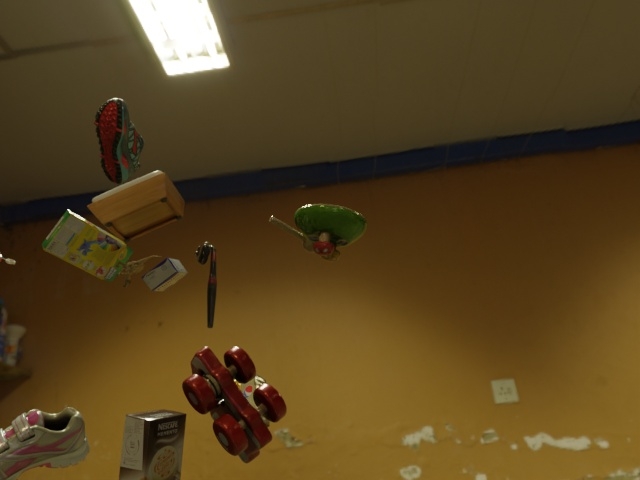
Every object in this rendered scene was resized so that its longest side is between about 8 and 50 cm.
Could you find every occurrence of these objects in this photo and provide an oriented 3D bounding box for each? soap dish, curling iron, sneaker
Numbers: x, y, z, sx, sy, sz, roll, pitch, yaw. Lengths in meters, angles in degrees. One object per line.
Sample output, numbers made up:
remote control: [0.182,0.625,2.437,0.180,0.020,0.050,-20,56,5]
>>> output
soap dish: [-0.656,-0.115,1.988,0.291,0.118,0.229,-25,-22,-5]
curling iron: [-0.353,0.140,1.717,0.068,0.274,0.035,-12,-15,12]
sneaker: [-0.553,0.369,1.002,0.103,0.111,0.252,24,19,40]
sneaker: [-0.583,-0.302,1.605,0.104,0.125,0.262,27,-52,16]

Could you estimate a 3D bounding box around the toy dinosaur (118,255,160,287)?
toy dinosaur: [-0.632,0.085,1.853,0.183,0.053,0.093,-40,-32,17]

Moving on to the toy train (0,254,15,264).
toy train: [-1.090,0.072,1.773,0.125,0.046,0.166,30,5,11]

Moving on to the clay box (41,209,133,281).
clay box: [-0.680,0.021,1.607,0.222,0.053,0.127,40,-97,-41]

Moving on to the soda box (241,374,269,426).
soda box: [-0.206,0.509,1.706,0.061,0.181,0.058,-38,-57,17]

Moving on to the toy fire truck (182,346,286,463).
toy fire truck: [-0.246,0.434,1.429,0.169,0.302,0.254,-32,-14,-37]

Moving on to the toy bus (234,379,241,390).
toy bus: [-0.291,0.585,1.856,0.211,0.149,0.220,18,-56,-16]

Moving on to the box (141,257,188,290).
box: [-0.604,0.135,2.125,0.126,0.072,0.137,-37,-8,1]

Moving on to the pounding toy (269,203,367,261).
pounding toy: [0.000,0.000,1.356,0.237,0.110,0.183,-12,-29,43]

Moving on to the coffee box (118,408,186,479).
coffee box: [-0.463,0.603,1.499,0.098,0.246,0.141,-1,-8,31]
